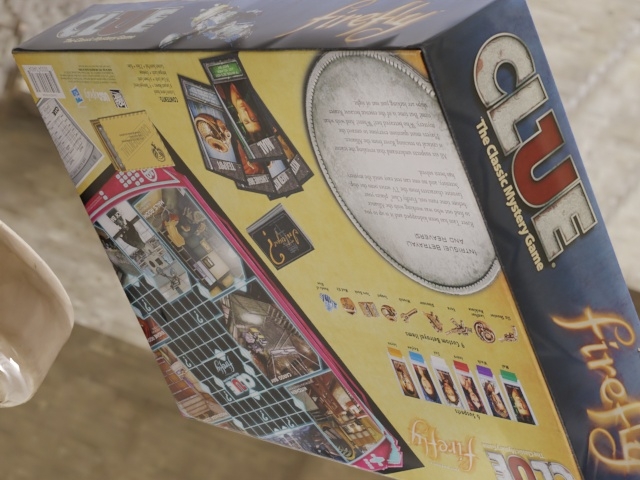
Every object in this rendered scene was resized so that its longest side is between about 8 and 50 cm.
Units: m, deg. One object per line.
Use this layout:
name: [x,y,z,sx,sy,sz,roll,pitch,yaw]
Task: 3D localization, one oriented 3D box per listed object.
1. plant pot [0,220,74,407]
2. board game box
plant pot: [-0.303,0.079,1.072,0.229,0.263,0.263,-63,152,-20]
board game box: [0.000,0.000,0.643,0.042,0.243,0.165,-34,113,-28]
